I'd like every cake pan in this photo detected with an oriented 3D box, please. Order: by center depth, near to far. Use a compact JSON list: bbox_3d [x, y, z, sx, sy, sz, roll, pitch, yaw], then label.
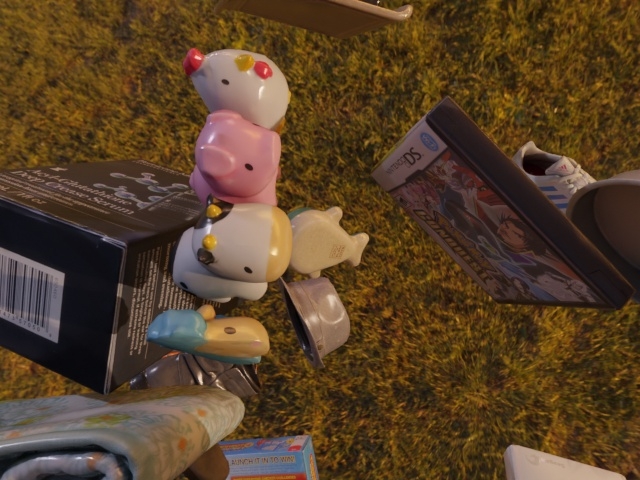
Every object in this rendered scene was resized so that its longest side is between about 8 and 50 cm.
[{"bbox_3d":[0.514,0.009,0.736,0.054,0.293,0.293,-42,66,-12],"label":"cake pan"}]

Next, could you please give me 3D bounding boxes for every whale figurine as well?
[{"bbox_3d":[0.000,0.000,1.356,0.141,0.272,0.216,38,115,50],"label":"whale figurine"}]

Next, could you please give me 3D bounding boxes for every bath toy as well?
[{"bbox_3d":[-0.094,-0.060,0.498,0.152,0.129,0.347,-16,60,33],"label":"bath toy"}]

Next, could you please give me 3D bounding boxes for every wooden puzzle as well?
[{"bbox_3d":[-0.020,-0.335,0.701,0.239,0.221,0.044,2,105,-19],"label":"wooden puzzle"}]

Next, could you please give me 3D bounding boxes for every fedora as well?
[{"bbox_3d":[-0.008,0.186,1.258,0.125,0.275,0.244,-22,27,-12],"label":"fedora"}]

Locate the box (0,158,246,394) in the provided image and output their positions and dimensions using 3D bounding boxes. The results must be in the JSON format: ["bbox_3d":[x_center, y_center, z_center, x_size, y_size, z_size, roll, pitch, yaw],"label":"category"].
[{"bbox_3d":[-0.308,0.015,0.789,0.294,0.395,0.211,18,107,14],"label":"box"}]

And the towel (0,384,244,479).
[{"bbox_3d":[-0.311,0.235,0.578,0.375,0.320,0.090,-6,84,6],"label":"towel"}]

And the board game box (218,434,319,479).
[{"bbox_3d":[-0.150,0.661,1.242,0.309,0.086,0.301,-9,92,14],"label":"board game box"}]

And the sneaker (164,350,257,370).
[{"bbox_3d":[-0.325,0.354,1.274,0.322,0.180,0.124,-10,104,-7],"label":"sneaker"}]

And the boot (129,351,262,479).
[{"bbox_3d":[-0.215,0.355,1.031,0.223,0.338,0.118,-27,24,-2],"label":"boot"}]

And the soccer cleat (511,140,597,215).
[{"bbox_3d":[0.588,-0.113,1.154,0.331,0.143,0.116,38,74,27],"label":"soccer cleat"}]

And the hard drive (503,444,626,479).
[{"bbox_3d":[0.395,0.471,0.733,0.203,0.040,0.307,15,34,3],"label":"hard drive"}]

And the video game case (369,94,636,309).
[{"bbox_3d":[0.192,-0.024,0.606,0.275,0.248,0.035,46,80,-1],"label":"video game case"}]
